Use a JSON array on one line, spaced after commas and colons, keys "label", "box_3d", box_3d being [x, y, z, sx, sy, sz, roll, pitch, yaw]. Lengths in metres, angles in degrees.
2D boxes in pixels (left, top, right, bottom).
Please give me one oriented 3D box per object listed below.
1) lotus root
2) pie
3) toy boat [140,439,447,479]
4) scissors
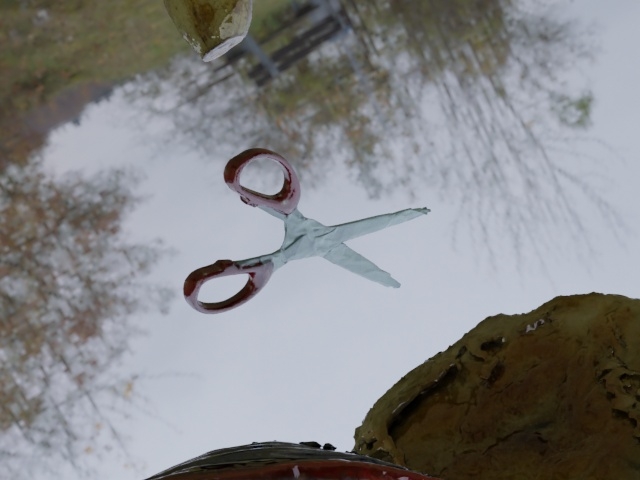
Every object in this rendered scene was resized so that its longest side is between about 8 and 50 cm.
[{"label": "lotus root", "box_3d": [-0.135, -0.326, 1.319, 0.110, 0.258, 0.097, -21, 162, 22]}, {"label": "pie", "box_3d": [0.139, 0.139, 0.742, 0.274, 0.055, 0.274, -17, -138, 16]}, {"label": "toy boat", "box_3d": [-0.035, 0.148, 0.478, 0.219, 0.072, 0.318, -1, -174, 14]}, {"label": "scissors", "box_3d": [0.000, 0.000, 1.009, 0.248, 0.144, 0.017, 5, -157, -44]}]
